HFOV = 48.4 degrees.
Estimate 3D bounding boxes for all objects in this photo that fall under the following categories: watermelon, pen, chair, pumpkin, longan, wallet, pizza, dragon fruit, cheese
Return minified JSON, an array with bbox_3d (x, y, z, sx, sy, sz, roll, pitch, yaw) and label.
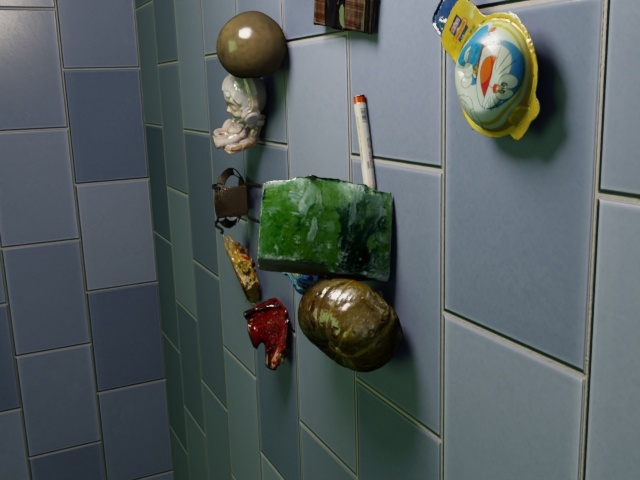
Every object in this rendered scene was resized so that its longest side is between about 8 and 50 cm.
[{"bbox_3d":[0.001,0.011,1.425,0.302,0.264,0.151,113,161,-64],"label":"watermelon"},{"bbox_3d":[0.089,-0.179,1.415,0.026,0.026,0.218,-3,95,65],"label":"pen"},{"bbox_3d":[-0.240,-0.113,2.012,0.213,0.149,0.174,-147,53,-64],"label":"chair"},{"bbox_3d":[0.064,0.153,1.394,0.219,0.162,0.219,35,160,15],"label":"pumpkin"},{"bbox_3d":[-0.168,-0.466,1.715,0.187,0.167,0.167,-26,73,57],"label":"longan"},{"bbox_3d":[0.044,-0.477,1.406,0.230,0.042,0.124,35,125,56],"label":"wallet"},{"bbox_3d":[-0.226,0.087,2.129,0.226,0.069,0.147,-121,12,-46],"label":"pizza"},{"bbox_3d":[-0.129,0.258,1.912,0.092,0.122,0.192,8,102,49],"label":"dragon fruit"},{"bbox_3d":[0.234,-0.260,1.025,0.177,0.069,0.270,115,140,-49],"label":"cheese"}]

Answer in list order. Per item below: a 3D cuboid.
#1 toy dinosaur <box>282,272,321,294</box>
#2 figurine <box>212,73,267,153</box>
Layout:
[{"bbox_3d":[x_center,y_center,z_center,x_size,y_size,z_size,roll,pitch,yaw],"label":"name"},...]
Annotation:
[{"bbox_3d":[-0.039,0.074,1.709,0.144,0.076,0.329,31,127,51],"label":"toy dinosaur"},{"bbox_3d":[-0.214,-0.354,1.877,0.162,0.141,0.236,55,144,37],"label":"figurine"}]
